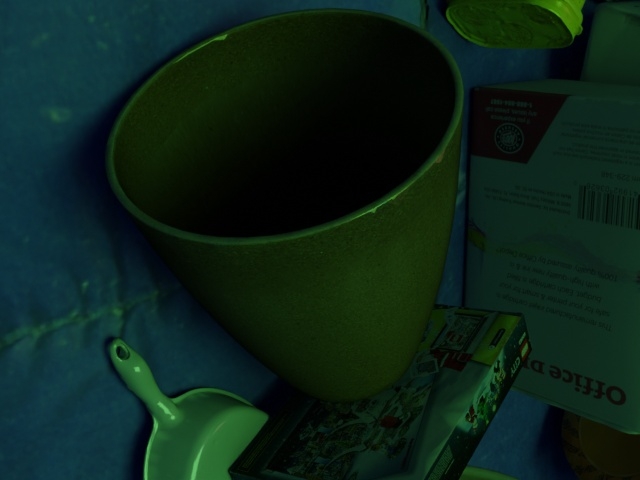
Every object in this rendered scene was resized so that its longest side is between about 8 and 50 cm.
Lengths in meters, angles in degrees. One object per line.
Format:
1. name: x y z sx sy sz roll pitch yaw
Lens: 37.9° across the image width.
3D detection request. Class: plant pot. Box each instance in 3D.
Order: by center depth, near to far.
1. plant pot: 0.000 0.000 0.692 0.237 0.237 0.254 -46 141 -25

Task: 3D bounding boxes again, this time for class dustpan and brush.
1. dustpan and brush: -0.104 0.156 0.738 0.147 0.060 0.211 -53 138 -36

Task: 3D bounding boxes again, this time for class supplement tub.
1. supplement tub: 0.456 0.273 1.181 0.338 0.207 0.207 27 81 -44

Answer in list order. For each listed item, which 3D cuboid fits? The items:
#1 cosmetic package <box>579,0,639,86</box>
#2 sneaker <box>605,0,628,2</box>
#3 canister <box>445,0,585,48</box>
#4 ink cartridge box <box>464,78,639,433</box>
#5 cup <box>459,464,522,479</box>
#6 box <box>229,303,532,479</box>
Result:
1. cosmetic package: 0.508 -0.080 1.027 0.394 0.329 0.327 -15 120 -41
2. sneaker: 0.402 -0.317 1.052 0.236 0.104 0.095 -13 111 -39
3. canister: 0.203 -0.269 0.863 0.073 0.126 0.170 35 74 -42
4. ink cartridge box: 0.265 0.002 0.920 0.131 0.226 0.306 -15 112 -39
5. cup: 0.112 0.407 0.853 0.331 0.331 0.237 -43 153 -27
6. box: 0.057 0.139 0.771 0.233 0.159 0.044 -47 129 -40
